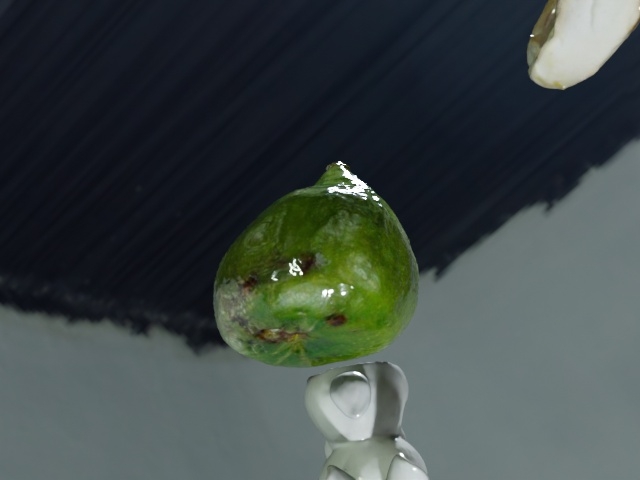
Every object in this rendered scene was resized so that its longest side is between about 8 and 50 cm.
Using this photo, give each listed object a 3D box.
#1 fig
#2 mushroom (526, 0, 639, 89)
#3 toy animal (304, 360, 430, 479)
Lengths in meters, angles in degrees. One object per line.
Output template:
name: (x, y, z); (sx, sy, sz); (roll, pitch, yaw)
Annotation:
fig: (0.000, 0.000, 1.558); (0.203, 0.203, 0.235); (26, 54, -36)
mushroom: (0.199, -0.199, 1.083); (0.072, 0.210, 0.094); (14, 43, 3)
toy animal: (0.053, 0.233, 1.794); (0.178, 0.127, 0.193); (79, 2, -64)
